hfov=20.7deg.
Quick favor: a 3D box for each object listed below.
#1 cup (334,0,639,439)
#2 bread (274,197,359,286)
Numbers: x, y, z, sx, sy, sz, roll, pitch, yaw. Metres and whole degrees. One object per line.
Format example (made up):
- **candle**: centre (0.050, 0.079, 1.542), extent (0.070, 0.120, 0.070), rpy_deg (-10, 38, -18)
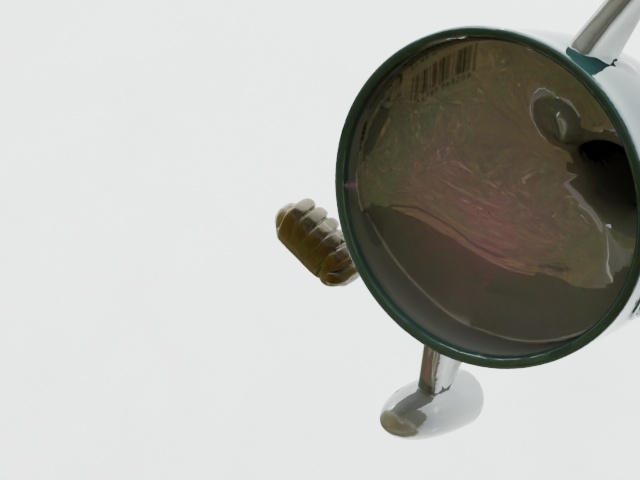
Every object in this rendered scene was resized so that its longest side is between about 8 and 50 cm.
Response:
- **cup**: centre (0.121, -0.027, 0.878), extent (0.167, 0.173, 0.300), rpy_deg (36, -67, 25)
- **bread**: centre (0.000, 0.000, 1.445), extent (0.088, 0.049, 0.034), rpy_deg (47, -25, 10)
